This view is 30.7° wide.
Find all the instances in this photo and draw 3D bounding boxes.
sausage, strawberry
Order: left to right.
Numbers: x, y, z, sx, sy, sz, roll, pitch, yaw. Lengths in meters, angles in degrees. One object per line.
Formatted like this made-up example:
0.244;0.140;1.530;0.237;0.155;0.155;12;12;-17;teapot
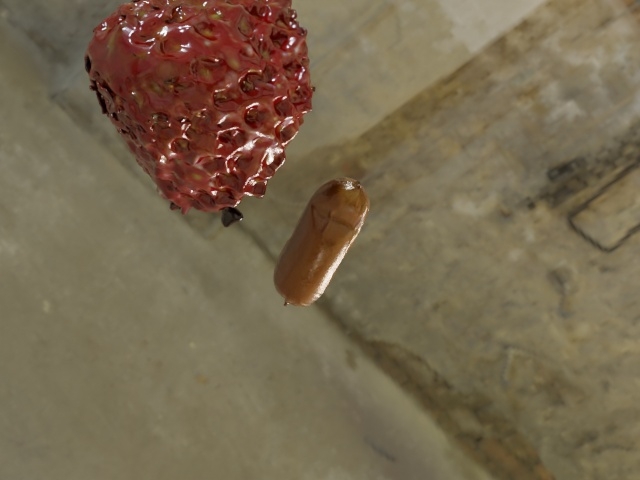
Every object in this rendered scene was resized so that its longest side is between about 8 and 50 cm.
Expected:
-0.134;-0.136;1.050;0.178;0.234;0.233;10;52;-56;strawberry
0.000;0.000;1.170;0.062;0.183;0.054;28;35;2;sausage
